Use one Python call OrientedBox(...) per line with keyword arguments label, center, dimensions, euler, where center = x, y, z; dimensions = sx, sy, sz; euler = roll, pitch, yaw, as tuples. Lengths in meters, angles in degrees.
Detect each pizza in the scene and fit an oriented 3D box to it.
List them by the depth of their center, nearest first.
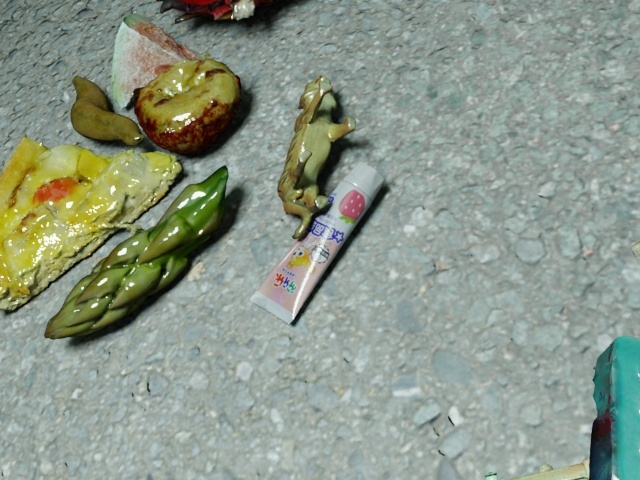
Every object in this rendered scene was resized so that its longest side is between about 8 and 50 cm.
OrientedBox(label="pizza", center=(-0.319, -0.069, 1.051), dimensions=(0.287, 0.075, 0.280), euler=(-22, 52, 10))

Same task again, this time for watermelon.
OrientedBox(label="watermelon", center=(-0.228, -0.273, 1.137), dimensions=(0.158, 0.121, 0.098), euler=(-6, 33, 17))

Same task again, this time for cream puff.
OrientedBox(label="cream puff", center=(-0.169, -0.173, 1.050), dimensions=(0.149, 0.084, 0.149), euler=(-10, 49, 12))

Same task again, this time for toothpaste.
OrientedBox(label="toothpaste", center=(0.000, 0.000, 0.880), dimensions=(0.067, 0.043, 0.194), euler=(27, 76, 40))

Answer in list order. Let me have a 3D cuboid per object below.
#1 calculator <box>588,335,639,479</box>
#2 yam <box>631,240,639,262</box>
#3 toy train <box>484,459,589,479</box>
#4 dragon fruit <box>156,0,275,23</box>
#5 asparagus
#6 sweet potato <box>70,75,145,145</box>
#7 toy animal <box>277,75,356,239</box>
OrientedBox(label="calculator", center=(0.308, 0.197, 0.529), dimensions=(0.248, 0.058, 0.274), euler=(12, 58, 3))
OrientedBox(label="yam", center=(0.358, -0.021, 0.734), dimensions=(0.145, 0.032, 0.032), euler=(-29, 50, 2))
OrientedBox(label="toy train", center=(0.197, 0.215, 0.616), dimensions=(0.175, 0.074, 0.118), euler=(-17, 44, 15))
OrientedBox(label="dragon fruit", center=(-0.122, -0.425, 1.196), dimensions=(0.282, 0.100, 0.344), euler=(-27, 47, 8))
OrientedBox(label="asparagus", center=(-0.204, 0.026, 0.933), dimensions=(0.287, 0.080, 0.080), euler=(-38, 50, -8))
OrientedBox(label="sweet potato", center=(-0.308, -0.167, 1.114), dimensions=(0.069, 0.059, 0.249), euler=(-44, 41, -5))
OrientedBox(label="toy animal", center=(-0.008, -0.103, 0.931), dimensions=(0.099, 0.056, 0.241), euler=(141, 145, -61))
